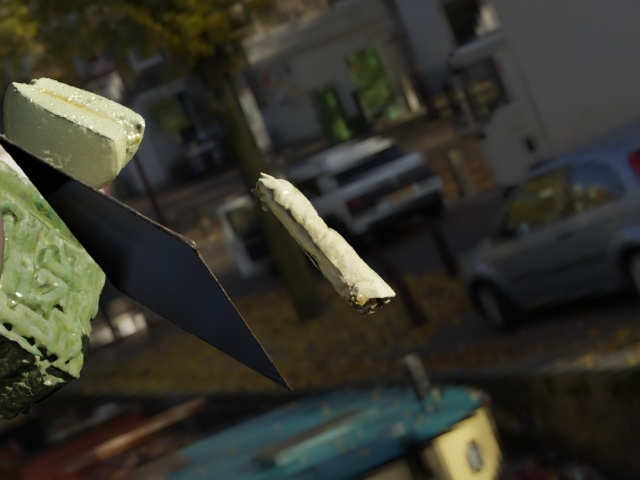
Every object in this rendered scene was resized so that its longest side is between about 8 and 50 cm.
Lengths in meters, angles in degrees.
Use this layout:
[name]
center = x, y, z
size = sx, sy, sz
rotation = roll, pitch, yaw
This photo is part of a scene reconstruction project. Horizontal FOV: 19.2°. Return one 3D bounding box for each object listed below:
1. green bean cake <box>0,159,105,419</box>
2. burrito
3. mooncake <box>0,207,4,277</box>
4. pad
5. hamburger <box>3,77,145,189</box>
[green bean cake]
center = -0.362, 0.038, 2.099
size = 0.132, 0.241, 0.255
rotation = -34, 29, 35
[burrito]
center = 0.000, 0.000, 1.862
size = 0.041, 0.185, 0.045
rotation = -36, -18, -16
[mooncake]
center = -0.388, 0.008, 1.608
size = 0.245, 0.133, 0.245
rotation = -9, -28, -5
[pad]
center = -0.135, 0.022, 1.513
size = 0.005, 0.202, 0.300
rotation = -55, -26, -14
[hamburger]
center = -0.220, -0.086, 1.629
size = 0.054, 0.121, 0.084
rotation = -66, -1, -52
